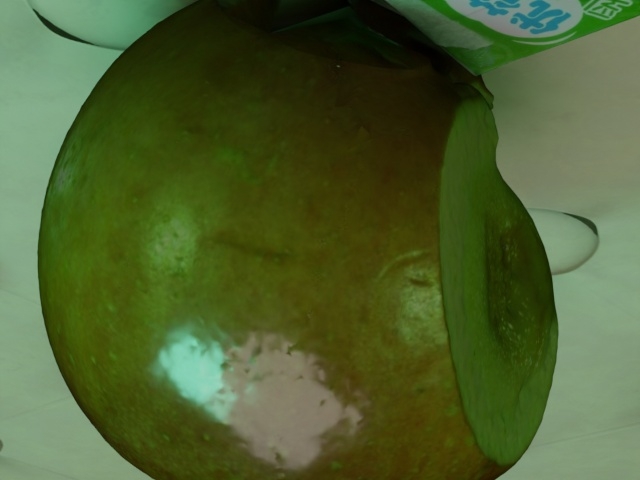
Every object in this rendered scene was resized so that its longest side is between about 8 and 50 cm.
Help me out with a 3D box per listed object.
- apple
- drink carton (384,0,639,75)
[{"bbox_3d":[0.000,0.000,0.925,0.383,0.374,0.374,6,153,-22],"label":"apple"},{"bbox_3d":[0.155,-0.208,0.756,0.271,0.108,0.161,-18,146,35],"label":"drink carton"}]
